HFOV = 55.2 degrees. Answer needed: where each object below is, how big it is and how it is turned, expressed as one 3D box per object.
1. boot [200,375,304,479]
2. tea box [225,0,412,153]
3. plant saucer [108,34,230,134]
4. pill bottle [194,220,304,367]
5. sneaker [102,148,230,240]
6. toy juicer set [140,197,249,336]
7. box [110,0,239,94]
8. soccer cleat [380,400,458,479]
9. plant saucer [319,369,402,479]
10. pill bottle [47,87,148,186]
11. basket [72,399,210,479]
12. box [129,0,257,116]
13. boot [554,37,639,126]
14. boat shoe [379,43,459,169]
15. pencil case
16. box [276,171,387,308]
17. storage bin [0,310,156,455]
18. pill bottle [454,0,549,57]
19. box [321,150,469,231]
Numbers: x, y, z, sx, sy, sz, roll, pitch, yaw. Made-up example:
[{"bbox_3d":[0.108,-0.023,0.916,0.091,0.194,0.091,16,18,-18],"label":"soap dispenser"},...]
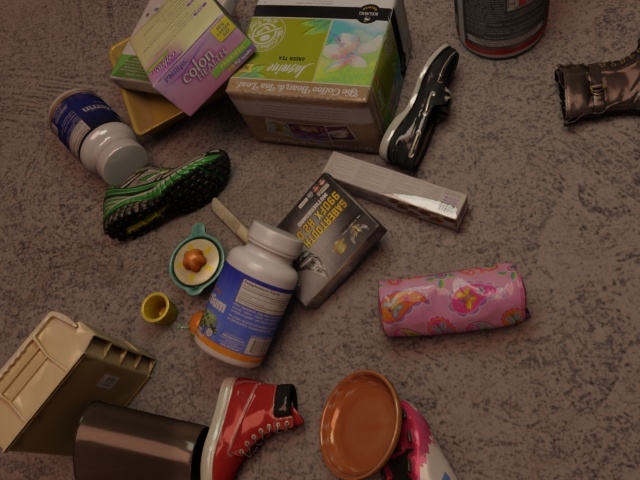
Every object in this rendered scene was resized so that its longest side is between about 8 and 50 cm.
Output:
[{"bbox_3d":[-0.126,0.393,1.188,0.176,0.088,0.244,4,65,16],"label":"boot"},{"bbox_3d":[0.009,-0.401,1.411,0.329,0.220,0.324,8,71,19],"label":"tea box"},{"bbox_3d":[-0.365,-0.452,1.619,0.332,0.081,0.333,-27,63,4],"label":"plant saucer"},{"bbox_3d":[-0.137,0.104,1.235,0.152,0.152,0.272,25,95,24],"label":"pill bottle"},{"bbox_3d":[-0.376,-0.138,1.458,0.343,0.134,0.146,-24,63,6],"label":"sneaker"},{"bbox_3d":[-0.242,0.062,1.359,0.209,0.089,0.329,20,74,23],"label":"toy juicer set"},{"bbox_3d":[-0.374,-0.523,1.578,0.232,0.058,0.322,14,71,21],"label":"box"},{"bbox_3d":[0.197,0.443,1.071,0.116,0.143,0.331,-50,35,33],"label":"soccer cleat"},{"bbox_3d":[0.078,0.341,1.133,0.200,0.037,0.200,-30,45,36],"label":"plant saucer"},{"bbox_3d":[-0.561,-0.259,1.552,0.153,0.153,0.264,-45,64,-6],"label":"pill bottle"},{"bbox_3d":[-0.338,0.420,1.198,0.226,0.154,0.204,3,110,10],"label":"basket"},{"bbox_3d":[-0.290,-0.438,1.367,0.213,0.117,0.243,-43,47,10],"label":"box"},{"bbox_3d":[0.618,-0.367,1.295,0.229,0.091,0.263,2,70,16],"label":"boot"},{"bbox_3d":[0.244,-0.294,1.366,0.091,0.114,0.303,28,89,25],"label":"boat shoe"},{"bbox_3d":[0.253,0.116,1.182,0.284,0.124,0.124,-10,65,11],"label":"pencil case"},{"bbox_3d":[0.000,0.000,1.302,0.231,0.056,0.183,-48,62,11],"label":"box"},{"bbox_3d":[-0.503,0.295,1.236,0.123,0.262,0.260,33,79,24],"label":"storage bin"},{"bbox_3d":[0.385,-0.580,1.299,0.210,0.363,0.210,-6,67,13],"label":"pill bottle"},{"bbox_3d":[0.159,-0.109,1.331,0.324,0.063,0.067,21,73,23],"label":"box"}]
